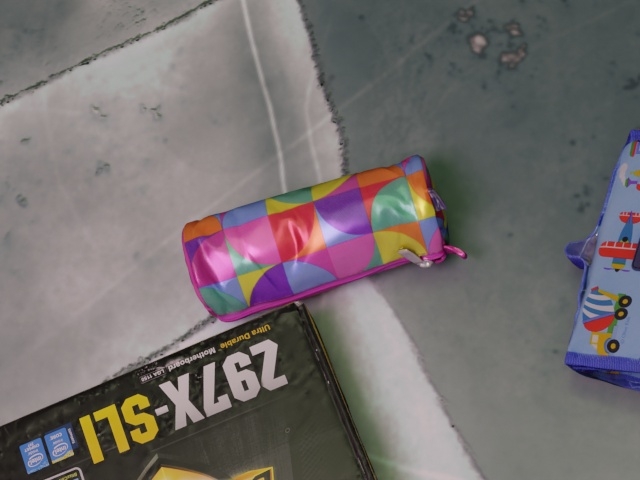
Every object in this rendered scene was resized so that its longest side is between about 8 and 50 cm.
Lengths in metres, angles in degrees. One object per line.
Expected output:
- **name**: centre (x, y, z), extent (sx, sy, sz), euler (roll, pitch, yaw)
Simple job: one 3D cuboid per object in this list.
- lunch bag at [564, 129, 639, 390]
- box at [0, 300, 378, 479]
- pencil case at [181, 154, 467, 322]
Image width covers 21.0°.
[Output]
- **lunch bag**: centre (0.346, 0.027, 1.420), extent (0.293, 0.138, 0.220), euler (8, 71, 26)
- **box**: centre (-0.111, 0.229, 1.436), extent (0.322, 0.079, 0.257), euler (-23, 66, 1)
- **pencil case**: centre (0.000, 0.000, 1.491), extent (0.236, 0.104, 0.104), euler (-16, 68, 5)
